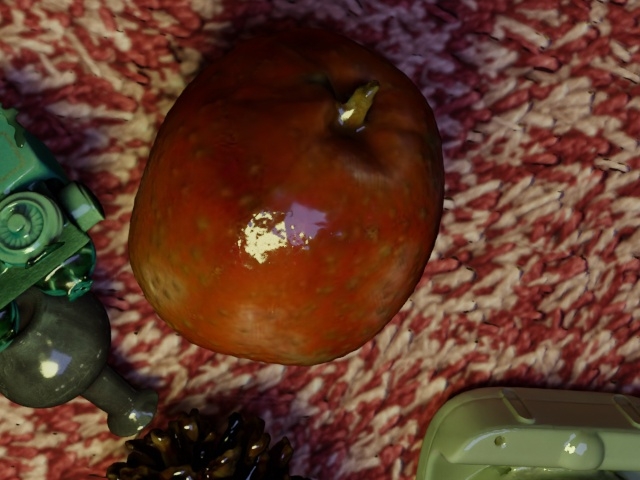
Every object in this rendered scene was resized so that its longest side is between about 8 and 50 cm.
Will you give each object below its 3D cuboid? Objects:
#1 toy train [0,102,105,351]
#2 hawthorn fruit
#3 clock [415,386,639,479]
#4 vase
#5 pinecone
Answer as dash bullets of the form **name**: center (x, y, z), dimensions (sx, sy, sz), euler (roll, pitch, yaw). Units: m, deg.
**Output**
- **toy train**: center (-0.291, -0.004, 1.566), dimensions (0.203, 0.163, 0.112), euler (-36, 156, 0)
- **hawthorn fruit**: center (-0.019, -0.042, 1.554), dimensions (0.275, 0.275, 0.300), euler (12, 143, -19)
- **clock**: center (0.222, 0.309, 1.860), dimensions (0.265, 0.108, 0.324), euler (3, 111, -16)
- **vase**: center (-0.218, 0.114, 1.669), dimensions (0.120, 0.120, 0.183), euler (-43, 131, 5)
- **pinecone**: center (-0.093, 0.289, 1.715), dimensions (0.224, 0.224, 0.272), euler (-25, 92, -4)
